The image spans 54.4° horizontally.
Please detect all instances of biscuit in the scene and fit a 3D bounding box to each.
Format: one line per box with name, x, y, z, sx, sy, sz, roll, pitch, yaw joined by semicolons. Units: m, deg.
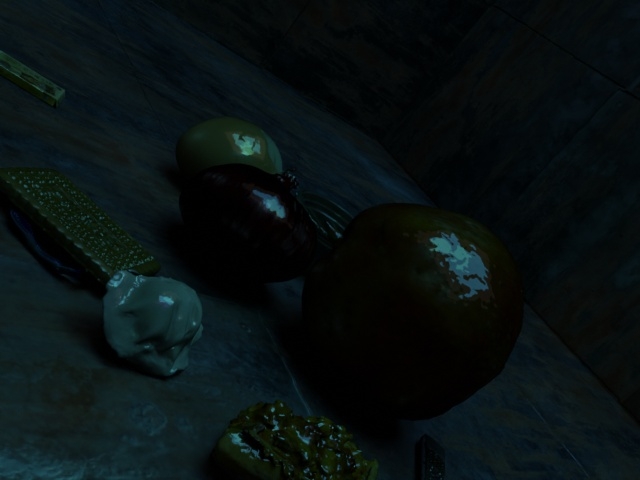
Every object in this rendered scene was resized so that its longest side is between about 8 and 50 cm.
biscuit;-0.367;-0.028;0.954;0.255;0.029;0.172;41;11;3

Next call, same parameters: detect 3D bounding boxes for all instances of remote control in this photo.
remote control;0.191;0.407;1.069;0.059;0.028;0.212;43;18;-2

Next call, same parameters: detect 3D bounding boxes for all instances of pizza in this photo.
pizza;-0.021;0.285;0.843;0.306;0.085;0.161;25;22;-42

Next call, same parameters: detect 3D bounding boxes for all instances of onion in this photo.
onion;-0.115;-0.056;1.175;0.273;0.285;0.273;32;-18;12

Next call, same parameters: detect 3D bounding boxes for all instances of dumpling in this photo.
dumpling;-0.219;0.115;0.843;0.188;0.108;0.127;44;32;-52

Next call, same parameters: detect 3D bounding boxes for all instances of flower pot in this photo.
flower pot;0.000;0.000;1.472;0.236;0.140;0.235;34;18;-13

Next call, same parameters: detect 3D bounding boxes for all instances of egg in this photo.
egg;-0.204;-0.175;1.393;0.245;0.201;0.201;14;29;-31

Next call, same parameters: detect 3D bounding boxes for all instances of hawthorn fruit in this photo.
hawthorn fruit;0.152;0.098;1.142;0.403;0.402;0.402;36;18;-14

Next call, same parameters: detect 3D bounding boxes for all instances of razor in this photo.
razor;-0.382;0.011;0.863;0.155;0.044;0.028;39;61;7

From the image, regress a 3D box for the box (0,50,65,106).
box;-0.592;-0.327;1.260;0.149;0.020;0.073;32;19;-23
